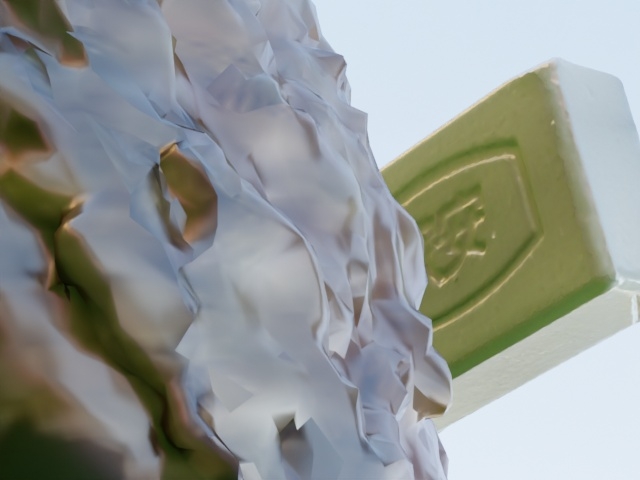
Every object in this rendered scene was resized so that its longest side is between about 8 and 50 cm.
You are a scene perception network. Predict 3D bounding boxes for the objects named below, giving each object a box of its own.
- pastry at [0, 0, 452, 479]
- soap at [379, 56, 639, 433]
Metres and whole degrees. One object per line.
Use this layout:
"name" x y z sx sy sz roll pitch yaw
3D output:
"pastry" -0.108 0.062 0.511 0.337 0.292 0.405 -97 171 -67
"soap" 0.078 0.008 0.929 0.183 0.064 0.121 -35 -123 39
